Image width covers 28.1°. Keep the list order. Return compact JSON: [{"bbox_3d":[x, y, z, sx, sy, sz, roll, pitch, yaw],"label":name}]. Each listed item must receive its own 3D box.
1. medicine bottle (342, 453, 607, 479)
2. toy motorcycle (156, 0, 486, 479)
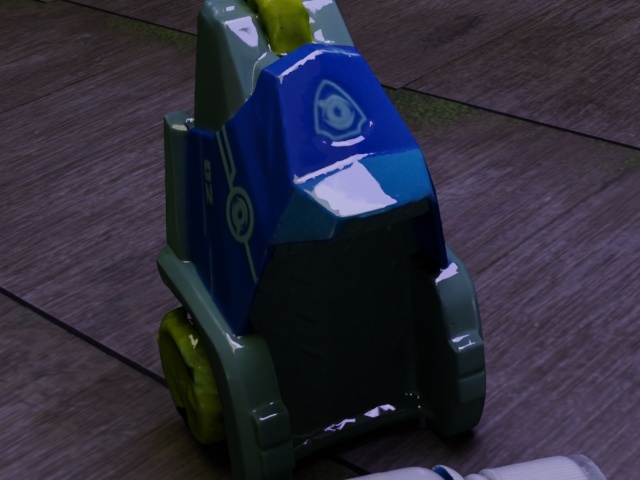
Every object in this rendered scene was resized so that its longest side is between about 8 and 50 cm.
[{"bbox_3d":[0.021,0.190,0.634,0.258,0.143,0.143,-11,29,-6],"label":"medicine bottle"},{"bbox_3d":[0.000,0.000,0.795,0.191,0.327,0.200,-18,33,-19],"label":"toy motorcycle"}]
